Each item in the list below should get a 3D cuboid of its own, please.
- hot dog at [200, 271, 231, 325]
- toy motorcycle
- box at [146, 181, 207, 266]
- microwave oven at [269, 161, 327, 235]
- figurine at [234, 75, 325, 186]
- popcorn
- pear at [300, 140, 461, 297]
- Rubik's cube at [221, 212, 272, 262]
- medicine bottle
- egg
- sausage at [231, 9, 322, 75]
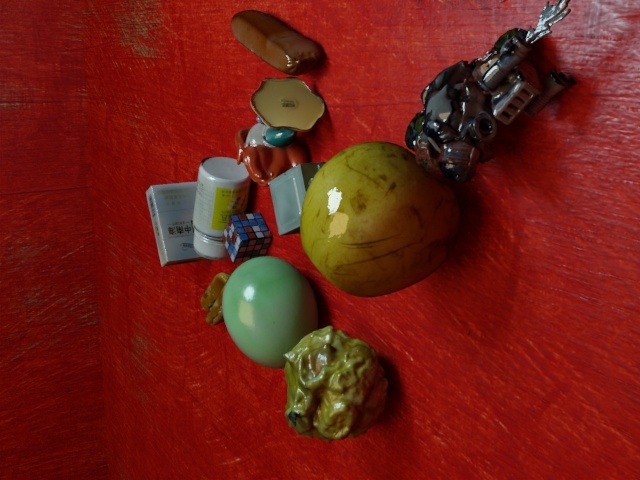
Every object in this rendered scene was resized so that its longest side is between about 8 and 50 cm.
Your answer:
[{"bbox_3d":[-0.285,0.166,2.389,0.269,0.072,0.109,-47,58,55],"label":"hot dog"},{"bbox_3d":[0.263,-0.222,1.261,0.401,0.134,0.207,-41,33,40],"label":"toy motorcycle"},{"bbox_3d":[-0.425,-0.051,2.499,0.067,0.155,0.242,-34,68,59],"label":"box"},{"bbox_3d":[0.025,-0.092,1.647,0.162,0.208,0.122,-20,79,60],"label":"microwave oven"},{"bbox_3d":[-0.108,-0.226,1.893,0.208,0.181,0.257,42,147,9],"label":"figurine"},{"bbox_3d":[0.020,0.309,1.740,0.249,0.225,0.249,166,90,-68],"label":"popcorn"},{"bbox_3d":[0.100,-0.035,1.452,0.281,0.281,0.280,21,115,57],"label":"pear"},{"bbox_3d":[-0.193,-0.007,2.163,0.092,0.092,0.092,61,144,32],"label":"Rubik's cube"},{"bbox_3d":[-0.271,-0.085,2.232,0.143,0.143,0.258,50,137,43],"label":"medicine bottle"},{"bbox_3d":[-0.116,0.169,1.941,0.220,0.220,0.269,-43,60,55],"label":"egg"},{"bbox_3d":[-0.106,-0.454,1.907,0.348,0.097,0.094,45,144,46],"label":"sausage"}]
